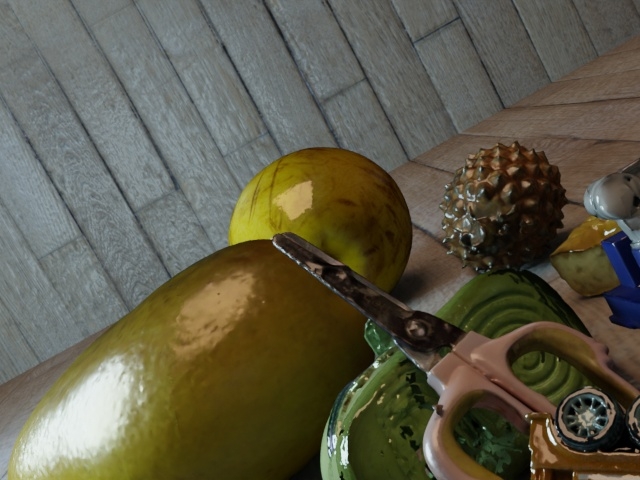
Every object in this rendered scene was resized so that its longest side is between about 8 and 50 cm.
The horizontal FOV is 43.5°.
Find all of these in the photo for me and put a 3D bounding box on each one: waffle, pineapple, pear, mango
[{"bbox_3d":[0.371,-0.024,0.757,0.168,0.057,0.274,-35,11,-39],"label":"waffle"},{"bbox_3d":[0.219,-0.033,0.990,0.166,0.166,0.193,-23,10,34],"label":"pineapple"},{"bbox_3d":[0.000,0.000,1.164,0.280,0.281,0.281,-28,9,5],"label":"pear"},{"bbox_3d":[-0.144,0.170,0.813,0.445,0.220,0.301,-36,12,18],"label":"mango"}]

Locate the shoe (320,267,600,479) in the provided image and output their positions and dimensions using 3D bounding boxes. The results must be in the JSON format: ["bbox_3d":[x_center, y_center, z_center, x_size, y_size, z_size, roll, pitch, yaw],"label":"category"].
[{"bbox_3d":[0.095,0.110,0.585,0.262,0.140,0.128,-33,5,-40],"label":"shoe"}]

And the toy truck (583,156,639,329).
[{"bbox_3d":[0.287,-0.011,0.520,0.213,0.177,0.161,-29,1,1],"label":"toy truck"}]

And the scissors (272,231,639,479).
[{"bbox_3d":[0.083,0.074,0.516,0.160,0.317,0.024,-36,-34,-34],"label":"scissors"}]

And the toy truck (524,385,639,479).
[{"bbox_3d":[0.180,0.129,0.343,0.177,0.080,0.115,-11,50,35],"label":"toy truck"}]
